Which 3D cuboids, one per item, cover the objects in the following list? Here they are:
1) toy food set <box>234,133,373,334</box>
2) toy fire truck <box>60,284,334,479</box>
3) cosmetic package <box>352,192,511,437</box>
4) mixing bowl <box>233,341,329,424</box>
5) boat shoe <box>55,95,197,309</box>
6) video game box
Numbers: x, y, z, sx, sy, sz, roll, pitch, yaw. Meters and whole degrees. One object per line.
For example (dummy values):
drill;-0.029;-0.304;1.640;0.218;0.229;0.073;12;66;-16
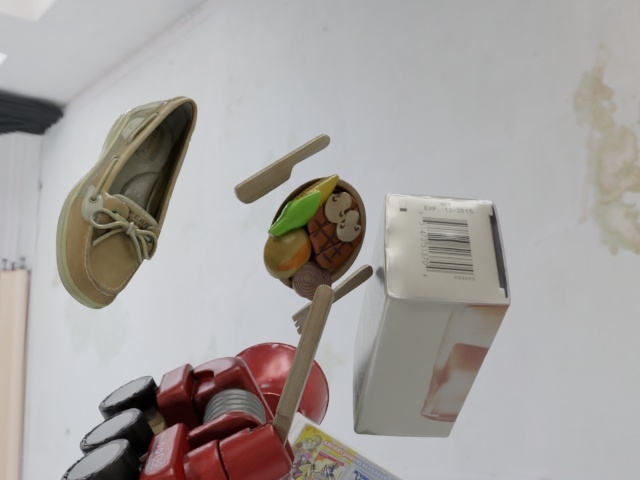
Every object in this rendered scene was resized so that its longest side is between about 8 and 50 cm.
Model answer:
toy food set;0.000;0.000;0.745;0.038;0.132;0.192;28;-33;49
toy fire truck;-0.076;0.146;0.631;0.217;0.246;0.158;-117;-178;-79
cosmetic package;0.118;0.100;0.870;0.296;0.129;0.153;98;-4;-50
mixing bowl;-0.076;0.259;1.136;0.098;0.181;0.181;-90;-164;-79
boat shoe;-0.115;-0.029;0.456;0.048;0.056;0.153;-16;-137;33
video game box;-0.005;0.365;1.022;0.187;0.205;0.048;-54;-154;-3
